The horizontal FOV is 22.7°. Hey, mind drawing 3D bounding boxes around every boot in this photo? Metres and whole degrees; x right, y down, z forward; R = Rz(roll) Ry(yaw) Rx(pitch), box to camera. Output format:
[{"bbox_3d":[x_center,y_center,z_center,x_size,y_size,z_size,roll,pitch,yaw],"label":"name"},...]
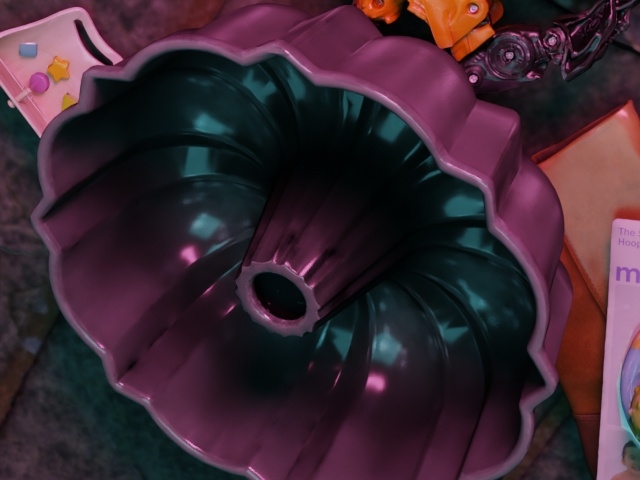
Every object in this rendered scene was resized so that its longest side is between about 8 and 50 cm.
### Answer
[{"bbox_3d":[0.248,0.037,0.981,0.264,0.096,0.280,-26,98,28],"label":"boot"}]

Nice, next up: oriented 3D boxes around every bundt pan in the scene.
[{"bbox_3d":[0.000,0.000,0.940,0.331,0.124,0.330,16,131,19],"label":"bundt pan"}]

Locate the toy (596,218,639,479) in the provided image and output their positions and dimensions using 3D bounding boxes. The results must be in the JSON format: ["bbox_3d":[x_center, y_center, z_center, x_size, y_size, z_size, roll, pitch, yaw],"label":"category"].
[{"bbox_3d":[0.228,0.114,0.931,0.137,0.056,0.237,6,111,19],"label":"toy"}]

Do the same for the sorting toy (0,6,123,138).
[{"bbox_3d":[-0.166,-0.108,1.011,0.075,0.045,0.083,-33,103,14],"label":"sorting toy"}]

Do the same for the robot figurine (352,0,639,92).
[{"bbox_3d":[0.134,-0.217,0.879,0.291,0.085,0.211,-37,101,22],"label":"robot figurine"}]
